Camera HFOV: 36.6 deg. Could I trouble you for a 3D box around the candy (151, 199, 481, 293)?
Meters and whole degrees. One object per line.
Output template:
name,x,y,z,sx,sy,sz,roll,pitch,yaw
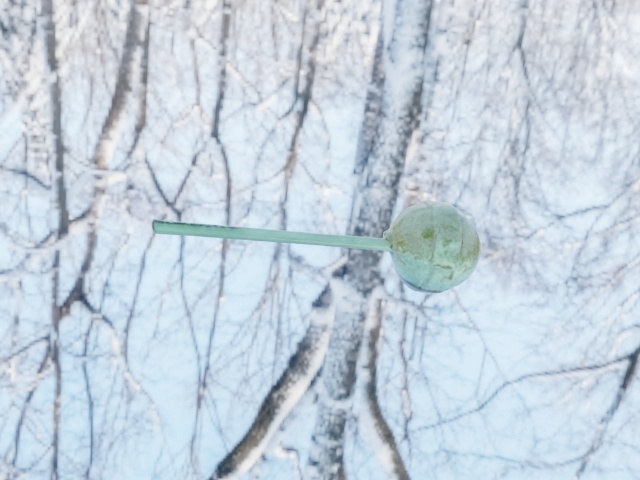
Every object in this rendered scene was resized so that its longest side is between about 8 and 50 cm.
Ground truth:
candy,0.000,0.000,0.584,0.202,0.061,0.061,4,-158,-13
